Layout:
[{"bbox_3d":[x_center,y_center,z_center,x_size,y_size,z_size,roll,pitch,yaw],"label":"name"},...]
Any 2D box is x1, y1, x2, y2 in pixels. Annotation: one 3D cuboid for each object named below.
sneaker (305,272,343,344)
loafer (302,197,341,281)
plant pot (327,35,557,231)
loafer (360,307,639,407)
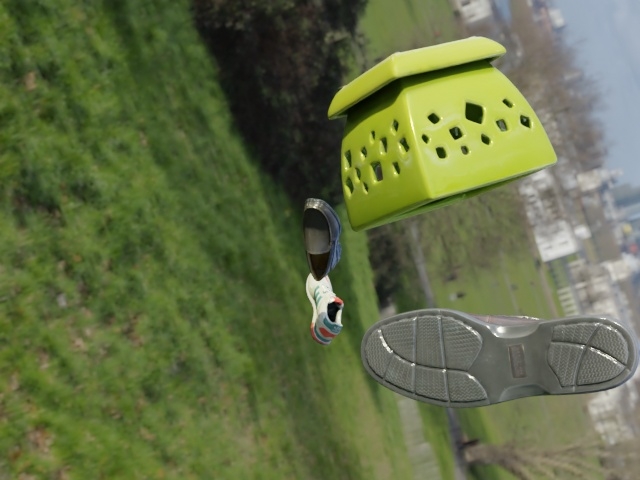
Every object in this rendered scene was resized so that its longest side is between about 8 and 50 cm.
[{"bbox_3d":[0.016,0.115,1.938,0.057,0.075,0.161,18,50,-29],"label":"sneaker"},{"bbox_3d":[0.000,0.000,1.708,0.170,0.062,0.061,75,30,-47],"label":"loafer"},{"bbox_3d":[0.153,-0.152,1.428,0.227,0.228,0.207,-22,-94,61],"label":"plant pot"},{"bbox_3d":[0.199,0.130,1.129,0.095,0.303,0.109,14,75,-67],"label":"loafer"}]
